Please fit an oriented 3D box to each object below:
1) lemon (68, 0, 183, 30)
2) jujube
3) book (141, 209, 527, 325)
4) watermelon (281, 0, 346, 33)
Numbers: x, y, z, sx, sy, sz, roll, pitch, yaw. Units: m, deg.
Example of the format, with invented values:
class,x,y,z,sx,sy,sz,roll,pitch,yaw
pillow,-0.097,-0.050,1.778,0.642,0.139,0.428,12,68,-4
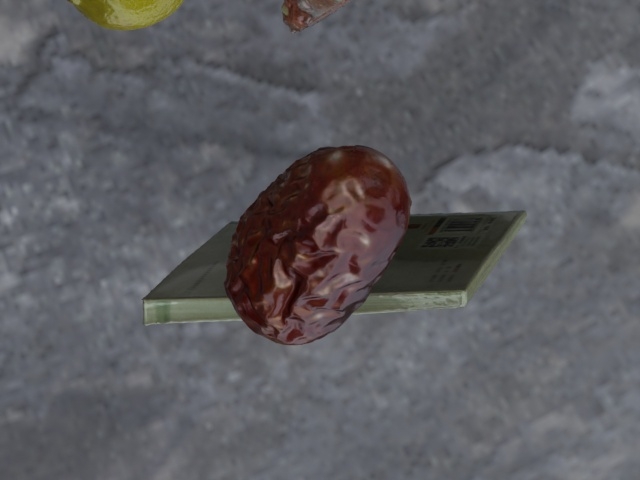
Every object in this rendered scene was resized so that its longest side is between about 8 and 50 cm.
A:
class,x,y,z,sx,sy,sz,roll,pitch,yaw
lemon,-0.175,-0.241,1.762,0.133,0.109,0.109,-25,144,-24
jujube,0.000,0.000,1.410,0.109,0.112,0.176,-18,160,-40
book,0.016,0.017,1.667,0.283,0.215,0.025,-3,109,22
watermelon,0.033,-0.329,2.287,0.193,0.140,0.257,-25,173,-32
